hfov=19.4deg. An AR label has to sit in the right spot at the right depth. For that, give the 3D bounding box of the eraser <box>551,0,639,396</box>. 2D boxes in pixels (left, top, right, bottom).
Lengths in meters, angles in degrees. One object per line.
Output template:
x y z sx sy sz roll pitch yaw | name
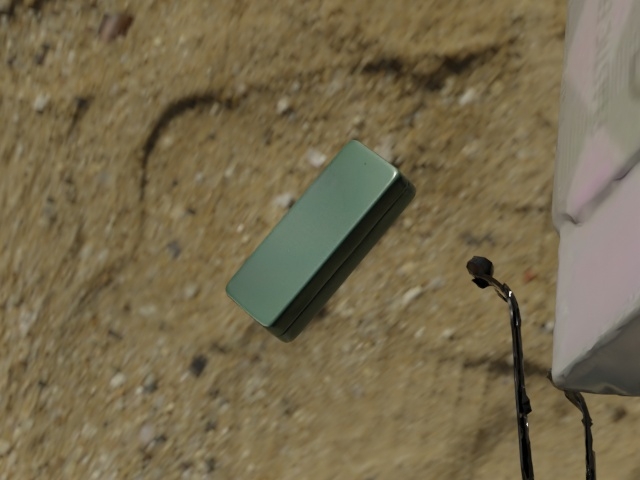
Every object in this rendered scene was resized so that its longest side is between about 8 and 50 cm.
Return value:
0.175 -0.144 0.657 0.082 0.213 0.396 23 49 -15 | eraser

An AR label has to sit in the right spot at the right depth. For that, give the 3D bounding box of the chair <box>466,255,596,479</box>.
0.118 0.119 0.692 0.149 0.174 0.213 4 65 26 | chair

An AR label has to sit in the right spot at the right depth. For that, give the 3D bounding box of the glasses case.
0.000 0.000 1.679 0.184 0.039 0.078 -50 48 -2 | glasses case
